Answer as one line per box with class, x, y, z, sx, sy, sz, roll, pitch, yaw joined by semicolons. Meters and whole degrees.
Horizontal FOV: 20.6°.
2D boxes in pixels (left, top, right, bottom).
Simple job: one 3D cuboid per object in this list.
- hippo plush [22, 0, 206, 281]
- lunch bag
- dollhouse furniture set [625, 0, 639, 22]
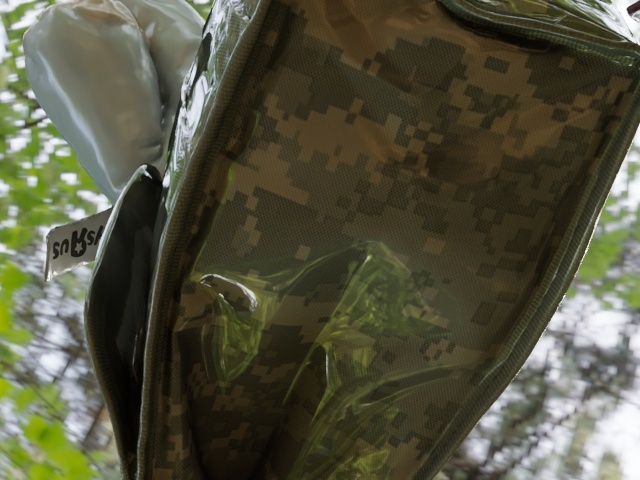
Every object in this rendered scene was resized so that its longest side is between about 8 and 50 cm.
hippo plush;-0.025;-0.086;1.041;0.236;0.294;0.234;-30;-81;22
lunch bag;0.000;0.000;0.726;0.169;0.235;0.287;21;-71;-6
dollhouse furniture set;0.209;-0.200;1.097;0.091;0.114;0.081;-29;-101;18
